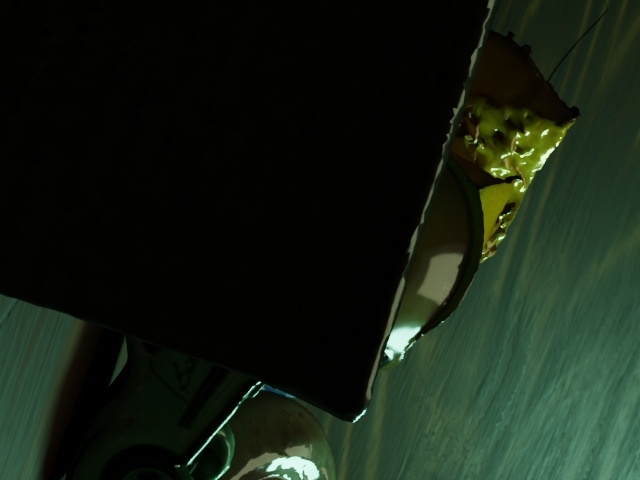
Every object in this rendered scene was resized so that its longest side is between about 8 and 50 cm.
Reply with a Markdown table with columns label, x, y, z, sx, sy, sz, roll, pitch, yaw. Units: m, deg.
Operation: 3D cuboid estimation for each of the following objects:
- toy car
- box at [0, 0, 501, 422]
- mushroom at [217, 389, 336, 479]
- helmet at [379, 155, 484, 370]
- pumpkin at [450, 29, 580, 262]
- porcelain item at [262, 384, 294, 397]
| label | x | y | z | sx | sy | sz | roll | pitch | yaw |
| --- | --- | --- | --- | --- | --- | --- | --- | --- | --- |
| toy car | -0.058 | 0.054 | 0.882 | 0.306 | 0.125 | 0.136 | -47 | 179 | 11 |
| box | -0.009 | -0.098 | 0.453 | 0.184 | 0.143 | 0.273 | -46 | 156 | -84 |
| mushroom | -0.060 | 0.235 | 1.241 | 0.204 | 0.204 | 0.204 | 21 | 90 | -88 |
| helmet | 0.000 | 0.000 | 1.121 | 0.224 | 0.130 | 0.198 | -14 | -110 | 41 |
| pumpkin | 0.087 | -0.082 | 1.453 | 0.303 | 0.256 | 0.225 | -26 | 148 | -51 |
| porcelain item | -0.026 | 0.080 | 1.501 | 0.147 | 0.147 | 0.114 | -66 | 176 | -55 |
